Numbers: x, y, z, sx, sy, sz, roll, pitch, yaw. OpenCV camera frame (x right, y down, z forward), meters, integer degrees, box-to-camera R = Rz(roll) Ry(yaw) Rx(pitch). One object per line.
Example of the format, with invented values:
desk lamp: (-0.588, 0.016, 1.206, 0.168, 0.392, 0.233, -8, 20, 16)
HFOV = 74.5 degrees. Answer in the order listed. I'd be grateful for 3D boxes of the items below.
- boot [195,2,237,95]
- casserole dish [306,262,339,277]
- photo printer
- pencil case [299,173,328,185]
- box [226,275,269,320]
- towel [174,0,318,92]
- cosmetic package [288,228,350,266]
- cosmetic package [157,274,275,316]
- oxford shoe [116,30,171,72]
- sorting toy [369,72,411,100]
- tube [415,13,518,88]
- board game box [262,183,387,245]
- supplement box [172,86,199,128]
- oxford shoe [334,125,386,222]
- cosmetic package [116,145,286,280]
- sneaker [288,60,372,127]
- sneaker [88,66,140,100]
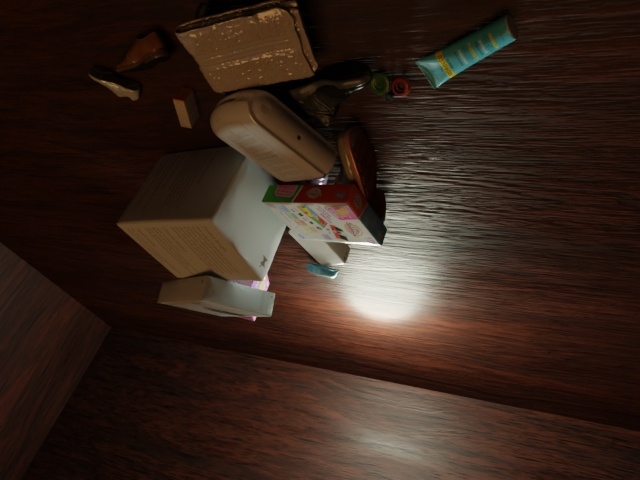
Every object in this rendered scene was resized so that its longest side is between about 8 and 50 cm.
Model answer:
boot: (-0.189, -0.454, 1.030, 0.179, 0.085, 0.236, 7, 146, 11)
casserole dish: (0.004, 0.123, 1.722, 0.114, 0.037, 0.188, 13, 180, -17)
photo printer: (-0.142, -0.284, 1.152, 0.308, 0.107, 0.256, 33, 164, -33)
pencil case: (-0.029, -0.176, 1.357, 0.086, 0.088, 0.206, -13, 153, -22)
box: (-0.335, 0.214, 1.933, 0.117, 0.213, 0.243, 12, 145, 10)
towel: (-0.158, -0.426, 0.949, 0.282, 0.049, 0.187, -5, 152, 16)
cosmetic package: (0.000, 0.000, 1.589, 0.117, 0.085, 0.231, -11, 135, 36)
cosmetic package: (-0.398, 0.218, 1.584, 0.284, 0.097, 0.377, 24, 157, -37)
oxford shoe: (-0.484, -0.502, 1.131, 0.212, 0.076, 0.076, -5, 110, 34)
sorting toy: (0.172, -0.375, 1.018, 0.102, 0.042, 0.061, 19, 133, 21)
tube: (0.311, -0.404, 0.903, 0.207, 0.052, 0.080, -16, 123, 48)
board game box: (0.013, -0.077, 1.294, 0.317, 0.064, 0.242, 5, 153, 35)
supplement box: (-0.393, -0.389, 1.236, 0.036, 0.062, 0.098, 13, 145, 7)
oxford shoe: (0.093, -0.169, 1.257, 0.147, 0.140, 0.397, 8, 144, 24)
cosmetic package: (-0.369, -0.084, 1.423, 0.394, 0.327, 0.329, 0, 143, 26)
sneaker: (0.041, -0.362, 1.052, 0.228, 0.087, 0.130, -4, 142, 34)
sneaker: (-0.612, -0.460, 1.247, 0.152, 0.053, 0.061, 23, 149, -8)
